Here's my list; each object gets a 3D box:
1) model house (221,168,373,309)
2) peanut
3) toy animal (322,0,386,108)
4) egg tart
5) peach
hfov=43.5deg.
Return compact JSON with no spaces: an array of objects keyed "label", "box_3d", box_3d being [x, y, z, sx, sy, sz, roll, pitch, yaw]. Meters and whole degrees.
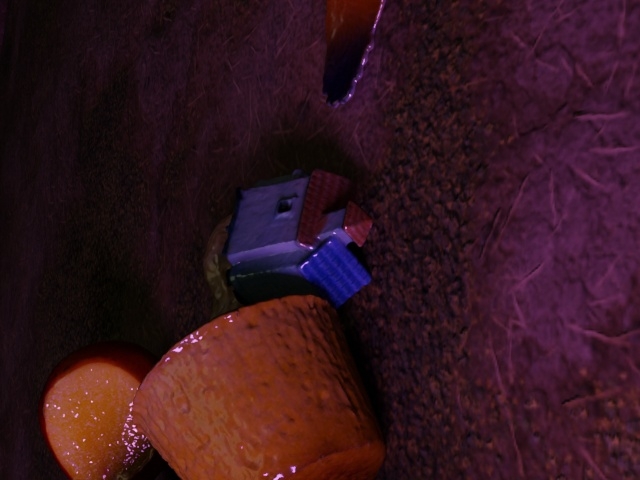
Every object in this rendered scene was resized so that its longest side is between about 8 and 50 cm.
[{"label":"model house","box_3d":[0.000,0.000,0.775,0.148,0.119,0.148,-13,45,31]},{"label":"peanut","box_3d":[-0.097,0.049,0.917,0.080,0.080,0.175,-34,54,49]},{"label":"toy animal","box_3d":[0.044,-0.330,0.760,0.284,0.225,0.302,-26,48,31]},{"label":"egg tart","box_3d":[-0.050,0.159,0.712,0.171,0.215,0.215,56,129,33]},{"label":"peach","box_3d":[-0.276,0.232,1.051,0.192,0.190,0.190,-110,41,-58]}]
